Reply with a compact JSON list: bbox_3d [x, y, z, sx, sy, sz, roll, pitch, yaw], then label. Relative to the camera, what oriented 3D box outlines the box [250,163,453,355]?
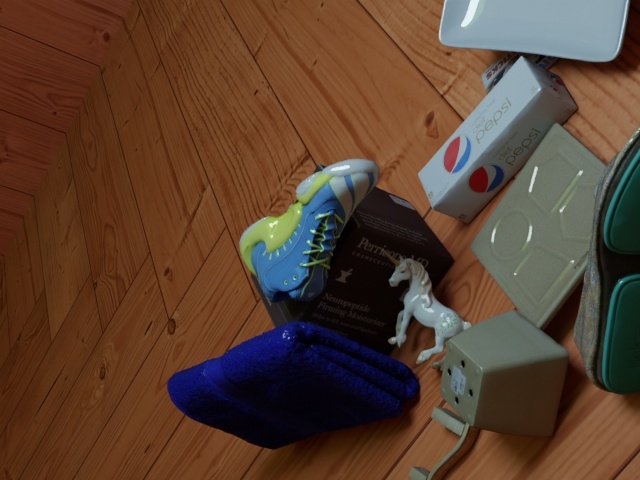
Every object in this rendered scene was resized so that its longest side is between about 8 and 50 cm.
[{"bbox_3d":[0.037,0.039,1.340,0.203,0.169,0.167,-58,34,21],"label":"box"}]

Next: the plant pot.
[{"bbox_3d":[0.194,0.151,1.067,0.109,0.096,0.108,-137,47,-56],"label":"plant pot"}]

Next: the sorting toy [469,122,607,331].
[{"bbox_3d":[0.272,-0.016,1.137,0.193,0.038,0.208,-58,29,20],"label":"sorting toy"}]

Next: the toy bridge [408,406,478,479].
[{"bbox_3d":[0.162,0.222,1.175,0.063,0.026,0.188,24,97,53],"label":"toy bridge"}]

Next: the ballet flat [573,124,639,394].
[{"bbox_3d":[0.297,0.000,0.936,0.106,0.108,0.315,-101,16,-61],"label":"ballet flat"}]

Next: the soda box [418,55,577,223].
[{"bbox_3d":[0.222,-0.125,1.240,0.216,0.069,0.073,-50,36,31],"label":"soda box"}]

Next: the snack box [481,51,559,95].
[{"bbox_3d":[0.281,-0.247,1.259,0.178,0.022,0.064,-43,39,38],"label":"snack box"}]

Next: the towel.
[{"bbox_3d":[-0.045,0.211,1.317,0.308,0.228,0.076,-30,44,46],"label":"towel"}]

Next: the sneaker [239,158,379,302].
[{"bbox_3d":[0.000,0.000,1.202,0.240,0.091,0.126,-37,66,40],"label":"sneaker"}]

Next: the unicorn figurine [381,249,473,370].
[{"bbox_3d":[0.131,0.094,1.240,0.162,0.060,0.111,30,107,14],"label":"unicorn figurine"}]

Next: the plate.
[{"bbox_3d":[0.282,-0.364,1.188,0.277,0.045,0.277,18,102,46],"label":"plate"}]
